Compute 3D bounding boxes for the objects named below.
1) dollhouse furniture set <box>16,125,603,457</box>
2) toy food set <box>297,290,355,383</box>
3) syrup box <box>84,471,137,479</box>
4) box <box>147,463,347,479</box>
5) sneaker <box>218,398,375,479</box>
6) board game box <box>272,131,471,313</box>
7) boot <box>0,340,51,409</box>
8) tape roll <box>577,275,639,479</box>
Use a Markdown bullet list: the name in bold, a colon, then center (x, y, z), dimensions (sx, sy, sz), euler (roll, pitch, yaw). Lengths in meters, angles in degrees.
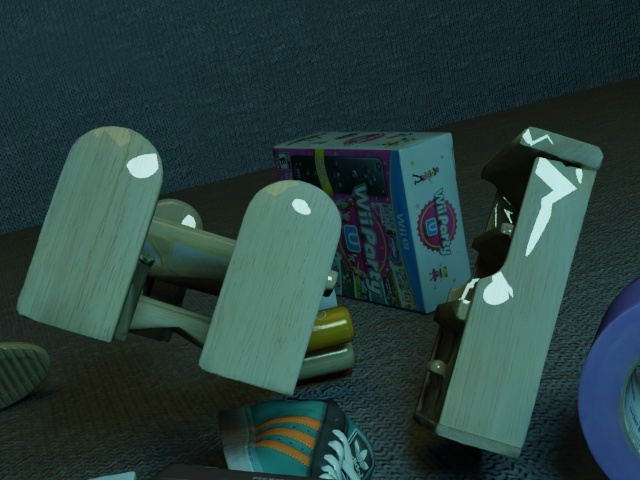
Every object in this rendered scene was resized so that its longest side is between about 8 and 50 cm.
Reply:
- **dollhouse furniture set**: center (0.000, 0.000, 0.852), dimensions (0.394, 0.256, 0.362), euler (17, -6, 0)
- **toy food set**: center (-0.027, 0.104, 1.143), dimensions (0.104, 0.111, 0.232), euler (-12, 16, -6)
- **syrup box**: center (-0.173, 0.259, 0.676), dimensions (0.096, 0.093, 0.237), euler (-11, 14, -1)
- **box**: center (-0.059, 0.233, 0.505), dimensions (0.167, 0.168, 0.203), euler (-2, 11, 30)
- **sneaker**: center (-0.009, 0.189, 0.798), dimensions (0.121, 0.108, 0.302), euler (-17, 13, -7)
- **board game box**: center (0.067, -0.035, 1.395), dimensions (0.097, 0.224, 0.303), euler (-19, 15, -33)
- **boot**: center (-0.479, 0.163, 1.304), dimensions (0.248, 0.090, 0.207), euler (-17, 17, -10)
- **tape roll**: center (0.287, 0.109, 0.716), dimensions (0.189, 0.189, 0.080), euler (-5, 15, 25)
